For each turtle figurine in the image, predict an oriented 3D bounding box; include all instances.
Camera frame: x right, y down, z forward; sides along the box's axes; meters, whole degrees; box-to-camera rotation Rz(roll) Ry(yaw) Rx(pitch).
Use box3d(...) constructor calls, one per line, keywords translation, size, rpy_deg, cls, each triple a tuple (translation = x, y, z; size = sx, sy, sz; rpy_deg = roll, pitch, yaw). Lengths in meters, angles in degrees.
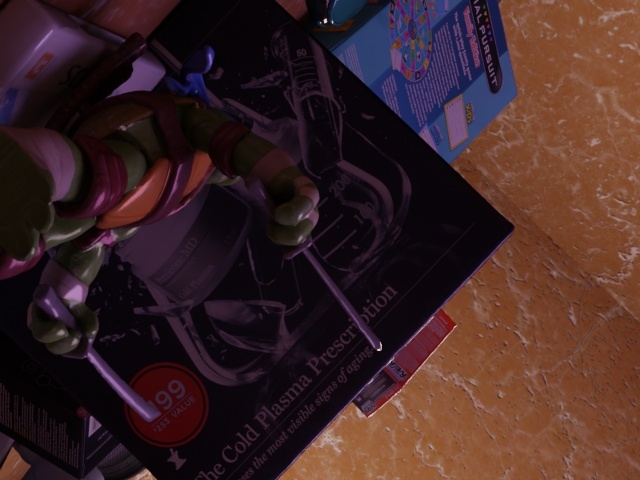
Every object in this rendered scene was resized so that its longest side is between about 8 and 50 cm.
box3d(translation=(-0.105, 0.015, 0.812), size=(0.266, 0.197, 0.275), rpy_deg=(-11, 105, -56), cls="turtle figurine")

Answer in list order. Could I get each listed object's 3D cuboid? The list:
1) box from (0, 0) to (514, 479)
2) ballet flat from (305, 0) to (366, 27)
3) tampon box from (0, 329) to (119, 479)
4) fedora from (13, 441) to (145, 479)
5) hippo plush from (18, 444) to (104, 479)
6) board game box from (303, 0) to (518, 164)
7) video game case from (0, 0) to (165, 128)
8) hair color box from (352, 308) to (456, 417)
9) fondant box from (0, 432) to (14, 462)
box3d(translation=(-0.070, 0.006, 1.141), size=(0.343, 0.312, 0.179), rpy_deg=(-47, 177, 4), cls="box")
box3d(translation=(0.030, -0.256, 1.230), size=(0.247, 0.087, 0.083), rpy_deg=(-39, 160, -54), cls="ballet flat")
box3d(translation=(-0.279, 0.151, 1.449), size=(0.120, 0.161, 0.101), rpy_deg=(-44, 155, -45), cls="tampon box")
box3d(translation=(-0.297, 0.179, 1.666), size=(0.275, 0.244, 0.124), rpy_deg=(-30, 158, 33), cls="fedora")
box3d(translation=(-0.307, 0.313, 1.518), size=(0.294, 0.234, 0.236), rpy_deg=(-42, -146, -4), cls="hippo plush")
box3d(translation=(0.105, -0.204, 1.672), size=(0.079, 0.254, 0.336), rpy_deg=(12, -137, 38), cls="board game box")
box3d(translation=(-0.252, -0.016, 0.916), size=(0.329, 0.036, 0.300), rpy_deg=(-46, 177, 6), cls="video game case")
box3d(translation=(0.112, 0.164, 1.893), size=(0.167, 0.053, 0.093), rpy_deg=(-41, 175, -46), cls="hair color box")
box3d(translation=(-0.467, 0.328, 1.591), size=(0.238, 0.096, 0.330), rpy_deg=(-61, -176, -31), cls="fondant box")
